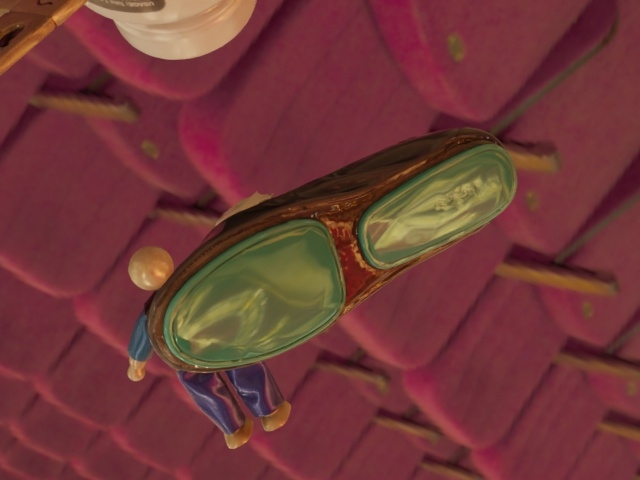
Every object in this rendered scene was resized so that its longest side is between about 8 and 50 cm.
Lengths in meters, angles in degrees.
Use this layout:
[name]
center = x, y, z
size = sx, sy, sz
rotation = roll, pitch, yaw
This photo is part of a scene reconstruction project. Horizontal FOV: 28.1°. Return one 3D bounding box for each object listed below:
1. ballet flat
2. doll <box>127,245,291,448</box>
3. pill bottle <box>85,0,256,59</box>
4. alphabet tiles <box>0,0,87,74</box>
[ballet flat]
center = 0.000, 0.000, 0.606
size = 0.074, 0.203, 0.074
rotation = 45, 151, 34
[doll]
center = -0.104, 0.087, 1.074
size = 0.189, 0.129, 0.046
rotation = 60, -167, -19
[pill bottle]
center = -0.138, -0.275, 0.965
size = 0.176, 0.176, 0.318
rotation = 18, 159, 16
[alphabet tiles]
center = -0.154, -0.140, 0.642
size = 0.198, 0.237, 0.009
rotation = 17, 146, 48
